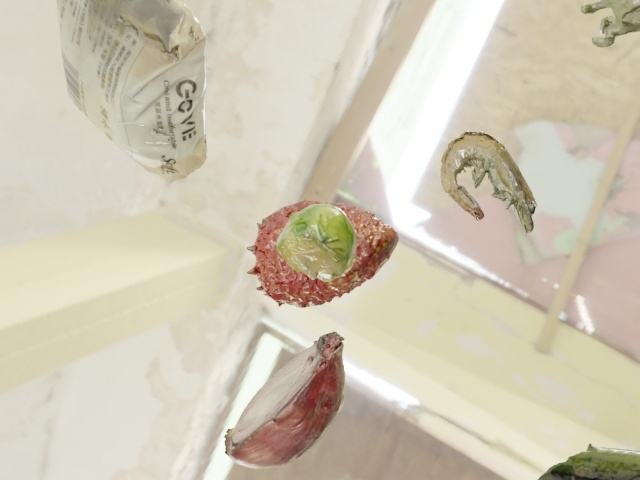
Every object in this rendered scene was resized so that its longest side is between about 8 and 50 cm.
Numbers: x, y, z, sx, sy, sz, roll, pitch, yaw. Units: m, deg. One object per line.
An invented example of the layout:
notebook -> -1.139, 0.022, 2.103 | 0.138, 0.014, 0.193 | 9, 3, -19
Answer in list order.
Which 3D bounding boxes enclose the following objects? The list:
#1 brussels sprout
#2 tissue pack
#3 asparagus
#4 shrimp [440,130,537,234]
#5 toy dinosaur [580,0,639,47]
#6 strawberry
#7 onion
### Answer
brussels sprout -> 0.002, -0.005, 1.895 | 0.152, 0.149, 0.122 | 102, -166, -50
tissue pack -> -0.335, -0.327, 1.739 | 0.195, 0.390, 0.376 | -29, -32, -24
asparagus -> 0.464, 0.373, 1.485 | 0.108, 0.382, 0.129 | -1, -95, -34
shrimp -> 0.346, -0.113, 2.047 | 0.173, 0.253, 0.058 | -22, -13, -13
toy dinosaur -> 0.431, -0.314, 1.274 | 0.077, 0.162, 0.294 | 63, -143, -26
strawberry -> 0.005, 0.039, 2.394 | 0.292, 0.343, 0.292 | 3, -95, -49
onion -> -0.030, 0.267, 1.617 | 0.283, 0.120, 0.227 | -47, 8, 24
